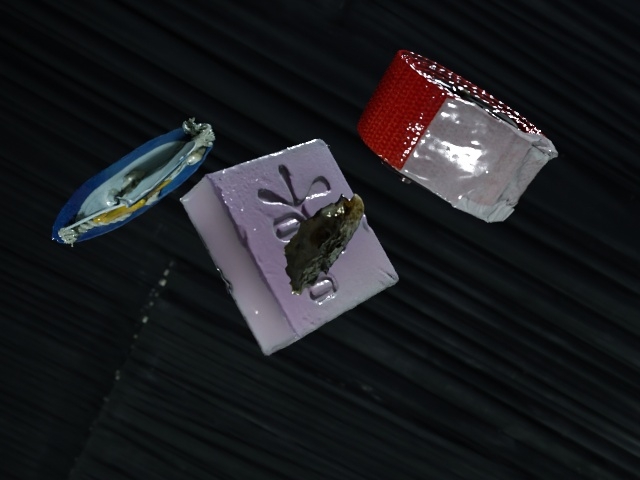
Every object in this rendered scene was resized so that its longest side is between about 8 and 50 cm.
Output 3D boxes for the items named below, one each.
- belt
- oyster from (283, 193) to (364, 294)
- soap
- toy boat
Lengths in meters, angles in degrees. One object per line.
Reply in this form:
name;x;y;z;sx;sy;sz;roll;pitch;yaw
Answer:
belt;0.140;-0.104;0.875;0.124;0.201;0.128;-58;4;24
oyster;0.007;0.000;1.041;0.148;0.051;0.103;-48;33;39
soap;-0.043;0.002;1.338;0.285;0.296;0.107;-27;-3;-46
toy boat;-0.191;-0.067;0.854;0.220;0.067;0.291;-37;9;-13
